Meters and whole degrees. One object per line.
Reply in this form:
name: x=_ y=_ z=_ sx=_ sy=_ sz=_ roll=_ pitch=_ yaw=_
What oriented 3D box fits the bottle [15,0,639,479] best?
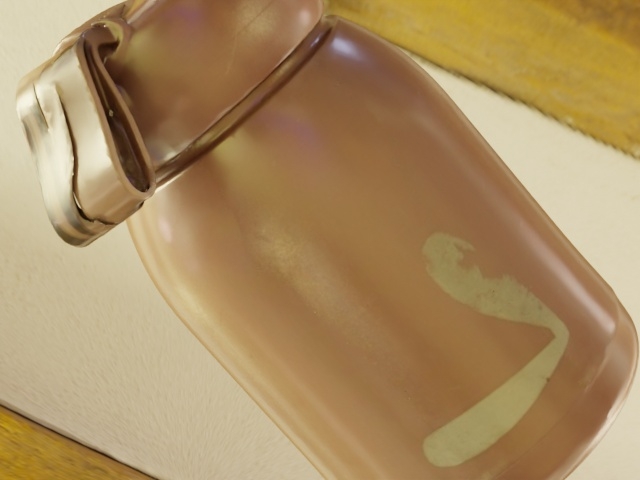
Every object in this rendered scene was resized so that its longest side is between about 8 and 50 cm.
bottle: x=0.000 y=0.000 z=0.640 sx=0.297 sy=0.173 sz=0.206 roll=50 pitch=-143 yaw=-15
